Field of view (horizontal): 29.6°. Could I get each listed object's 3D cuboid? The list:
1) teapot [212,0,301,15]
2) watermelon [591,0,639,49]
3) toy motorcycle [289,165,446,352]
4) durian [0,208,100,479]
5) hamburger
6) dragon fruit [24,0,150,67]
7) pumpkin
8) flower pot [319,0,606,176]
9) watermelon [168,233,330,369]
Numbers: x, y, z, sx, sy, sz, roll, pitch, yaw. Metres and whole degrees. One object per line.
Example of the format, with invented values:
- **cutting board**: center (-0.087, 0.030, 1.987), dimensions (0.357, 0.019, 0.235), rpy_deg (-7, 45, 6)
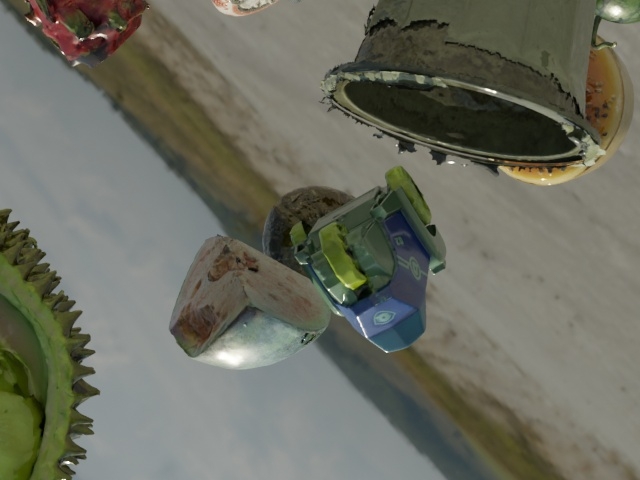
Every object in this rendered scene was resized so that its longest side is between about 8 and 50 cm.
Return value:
- **teapot**: center (-0.096, -0.421, 1.936), dimensions (0.116, 0.159, 0.245), rpy_deg (53, -149, 17)
- **watermelon**: center (0.368, -0.324, 1.485), dimensions (0.141, 0.187, 0.140), rpy_deg (18, -146, -13)
- **toy motorcycle**: center (0.070, 0.040, 1.640), dimensions (0.200, 0.191, 0.326), rpy_deg (59, -168, -9)
- **durian**: center (-0.266, 0.146, 0.918), dimensions (0.169, 0.355, 0.157), rpy_deg (14, 176, -26)
- **hamburger**: center (0.393, -0.240, 2.101), dimensions (0.176, 0.300, 0.300), rpy_deg (10, -147, -52)
- **dragon fruit**: center (-0.314, -0.326, 1.572), dimensions (0.172, 0.160, 0.166), rpy_deg (49, -170, -21)
- **pumpkin**: center (0.000, 0.000, 2.216), dimensions (0.219, 0.219, 0.162), rpy_deg (50, 178, -13)
- **flower pot**: center (0.160, -0.222, 1.200), dimensions (0.290, 0.259, 0.290), rpy_deg (13, 173, 2)
- **watermelon**: center (-0.108, 0.124, 1.835), dimensions (0.188, 0.175, 0.322), rpy_deg (32, -164, -18)
